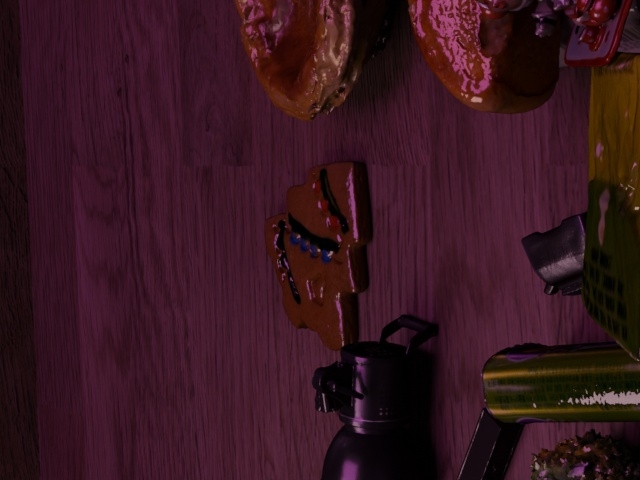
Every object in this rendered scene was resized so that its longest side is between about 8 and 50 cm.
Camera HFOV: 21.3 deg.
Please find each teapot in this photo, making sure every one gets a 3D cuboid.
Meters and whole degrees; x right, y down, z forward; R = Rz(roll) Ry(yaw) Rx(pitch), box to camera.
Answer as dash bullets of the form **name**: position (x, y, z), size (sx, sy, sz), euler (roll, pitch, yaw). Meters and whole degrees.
- **teapot**: position (0.306, 0.022, 1.949), size (0.177, 0.087, 0.096), euler (-29, 74, 57)

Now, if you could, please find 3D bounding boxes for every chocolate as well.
- **chocolate**: position (0.351, -0.045, 1.710), size (0.301, 0.137, 0.289), euler (-99, 9, -82)

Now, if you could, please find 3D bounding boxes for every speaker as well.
- **speaker**: position (0.208, 0.300, 2.190), size (0.046, 0.040, 0.191), euler (50, 134, 44)

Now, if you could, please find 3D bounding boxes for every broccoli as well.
- **broccoli**: position (0.283, 0.310, 1.917), size (0.194, 0.194, 0.220), euler (60, 146, 37)

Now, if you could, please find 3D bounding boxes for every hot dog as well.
- **hot dog**: position (0.183, -0.273, 1.907), size (0.153, 0.150, 0.257), euler (13, 106, 48)

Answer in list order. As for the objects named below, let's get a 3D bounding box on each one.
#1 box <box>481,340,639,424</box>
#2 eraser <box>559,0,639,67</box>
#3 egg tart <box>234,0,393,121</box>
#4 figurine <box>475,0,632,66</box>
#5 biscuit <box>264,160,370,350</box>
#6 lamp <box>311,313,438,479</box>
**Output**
- **box**: position (0.329, 0.151, 1.876), size (0.345, 0.134, 0.097), euler (-11, 84, 60)
- **eraser**: position (0.260, -0.307, 1.985), size (0.397, 0.082, 0.213), euler (-5, 89, 59)
- **egg tart**: position (-0.003, -0.339, 2.366), size (0.352, 0.150, 0.352), euler (28, 122, 60)
- **figurine**: position (0.191, -0.285, 1.727), size (0.183, 0.226, 0.160), euler (-144, 71, -81)
- **biscuit**: position (-0.001, 0.000, 2.505), size (0.278, 0.043, 0.301), euler (54, 137, 42)
- **lamp**: position (0.066, 0.225, 2.299), size (0.147, 0.172, 0.227), euler (17, 110, 59)
